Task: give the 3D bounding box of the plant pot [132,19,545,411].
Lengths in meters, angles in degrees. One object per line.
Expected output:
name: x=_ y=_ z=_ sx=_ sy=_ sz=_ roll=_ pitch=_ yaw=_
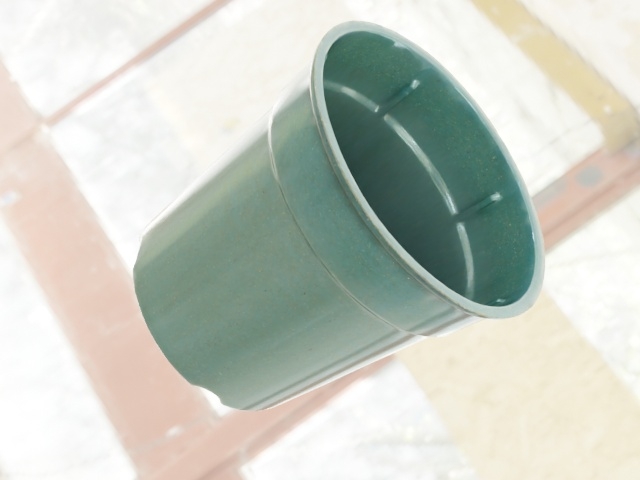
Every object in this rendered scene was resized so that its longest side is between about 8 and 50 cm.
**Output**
plant pot: x=0.000 y=0.000 z=1.449 sx=0.341 sy=0.334 sz=0.341 roll=33 pitch=40 yaw=-32
